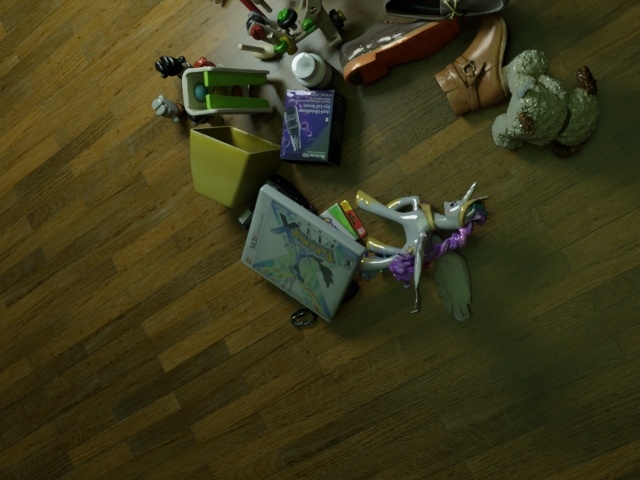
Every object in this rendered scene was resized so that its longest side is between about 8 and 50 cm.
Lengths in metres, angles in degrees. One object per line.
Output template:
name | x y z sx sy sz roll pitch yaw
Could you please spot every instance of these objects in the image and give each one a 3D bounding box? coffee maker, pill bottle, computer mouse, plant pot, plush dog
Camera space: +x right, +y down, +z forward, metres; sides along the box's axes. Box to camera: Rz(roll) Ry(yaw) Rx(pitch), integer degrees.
coffee maker | -0.134 -0.077 1.879 0.171 0.120 0.178 49 114 29
pill bottle | -0.018 -0.475 1.819 0.094 0.169 0.094 0 89 21
computer mouse | 0.007 0.183 1.874 0.242 0.041 0.071 -35 78 18
plant pot | -0.260 -0.214 1.904 0.212 0.212 0.187 24 111 20
plush dog | 0.573 -0.313 1.571 0.225 0.210 0.262 3 121 -7

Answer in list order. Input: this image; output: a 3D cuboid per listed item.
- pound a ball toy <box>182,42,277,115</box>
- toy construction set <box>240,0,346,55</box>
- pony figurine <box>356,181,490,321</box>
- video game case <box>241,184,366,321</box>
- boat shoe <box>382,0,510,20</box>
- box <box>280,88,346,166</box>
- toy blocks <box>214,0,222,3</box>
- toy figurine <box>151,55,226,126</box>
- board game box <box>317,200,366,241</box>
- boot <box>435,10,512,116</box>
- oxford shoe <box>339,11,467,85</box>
pound a ball toy | -0.258 -0.470 1.862 0.136 0.319 0.208 3 102 32
toy construction set | -0.073 -0.621 1.837 0.257 0.237 0.309 -55 43 -1
pony figurine | 0.258 0.022 1.681 0.363 0.303 0.351 2 81 36
video game case | -0.059 0.042 1.775 0.329 0.036 0.300 33 134 12
boat shoe | 0.316 -0.607 1.619 0.324 0.116 0.096 15 64 26
box | -0.020 -0.323 1.852 0.153 0.108 0.207 5 91 20
toy blocks | -0.351 -0.830 2.013 0.148 0.054 0.123 35 102 18
toy figurine | -0.402 -0.463 1.988 0.213 0.148 0.209 9 99 19
board game box | 0.000 0.000 1.883 0.259 0.039 0.124 -34 79 15
boot | 0.407 -0.488 1.703 0.220 0.109 0.283 -24 89 23
oxford shoe | 0.215 -0.562 1.758 0.364 0.130 0.132 -21 70 14
